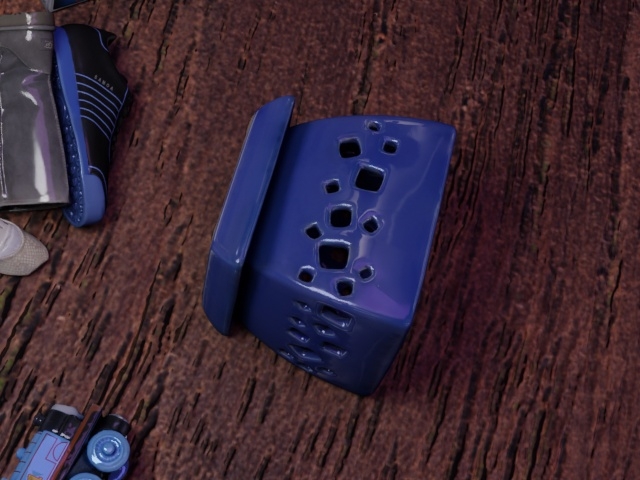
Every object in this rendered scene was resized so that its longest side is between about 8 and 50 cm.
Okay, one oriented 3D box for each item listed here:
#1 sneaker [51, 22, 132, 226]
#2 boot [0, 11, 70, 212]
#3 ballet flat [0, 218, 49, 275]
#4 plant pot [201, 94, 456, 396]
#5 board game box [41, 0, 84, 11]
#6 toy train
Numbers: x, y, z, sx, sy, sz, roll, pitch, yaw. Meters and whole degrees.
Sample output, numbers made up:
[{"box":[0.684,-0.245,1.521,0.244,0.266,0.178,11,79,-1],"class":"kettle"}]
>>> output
[{"box":[-0.246,-0.129,1.497,0.090,0.081,0.232,-3,77,-34],"class":"sneaker"},{"box":[-0.349,-0.133,1.471,0.076,0.190,0.208,-13,100,-59],"class":"boot"},{"box":[-0.364,-0.009,1.433,0.168,0.052,0.057,20,66,-8],"class":"ballet flat"},{"box":[0.000,0.000,1.439,0.212,0.236,0.236,17,65,-1],"class":"plant pot"},{"box":[-0.206,-0.370,1.477,0.193,0.305,0.053,-23,75,-23],"class":"board game box"},{"box":[-0.259,0.242,1.353,0.105,0.080,0.184,25,65,1],"class":"toy train"}]
